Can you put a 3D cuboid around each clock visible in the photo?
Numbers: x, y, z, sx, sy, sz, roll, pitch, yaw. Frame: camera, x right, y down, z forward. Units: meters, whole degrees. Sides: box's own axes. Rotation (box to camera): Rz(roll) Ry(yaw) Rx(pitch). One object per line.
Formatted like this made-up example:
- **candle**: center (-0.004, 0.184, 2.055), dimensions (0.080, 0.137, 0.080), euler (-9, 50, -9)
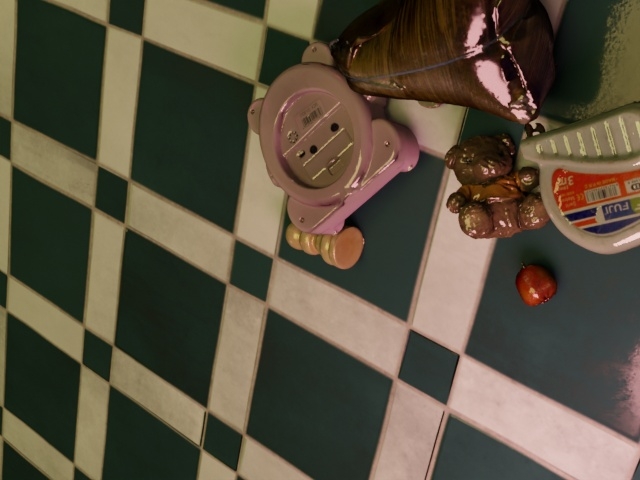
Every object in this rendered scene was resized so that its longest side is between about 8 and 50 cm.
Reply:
- **clock**: center (0.009, -0.204, 1.718), dimensions (0.295, 0.113, 0.322), euler (-41, 67, 26)

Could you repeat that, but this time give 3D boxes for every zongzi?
- **zongzi**: center (0.158, -0.402, 1.394), dimensions (0.403, 0.208, 0.432), euler (12, 147, 35)

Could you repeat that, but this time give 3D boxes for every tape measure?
- **tape measure**: center (0.473, -0.105, 1.402), dimensions (0.243, 0.125, 0.246), euler (-15, 91, 47)

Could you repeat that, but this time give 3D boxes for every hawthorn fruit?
- **hawthorn fruit**: center (0.386, 0.080, 1.561), dimensions (0.077, 0.077, 0.077), euler (12, 111, 35)

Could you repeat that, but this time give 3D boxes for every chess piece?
- **chess piece**: center (0.000, 0.000, 1.836), dimensions (0.170, 0.094, 0.094), euler (15, 112, 43)

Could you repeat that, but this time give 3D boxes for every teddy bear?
- **teddy bear**: center (0.302, -0.096, 1.545), dimensions (0.177, 0.140, 0.190), euler (-14, 84, -2)

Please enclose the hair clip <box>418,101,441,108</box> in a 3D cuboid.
- **hair clip**: center (0.212, -0.314, 1.609), dimensions (0.054, 0.022, 0.137), euler (17, 109, 34)
